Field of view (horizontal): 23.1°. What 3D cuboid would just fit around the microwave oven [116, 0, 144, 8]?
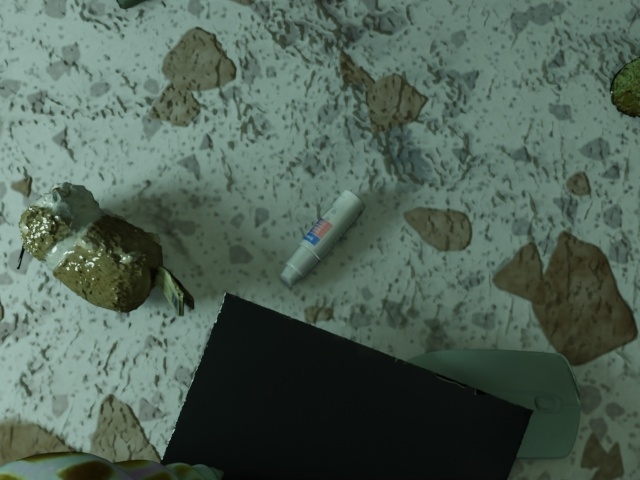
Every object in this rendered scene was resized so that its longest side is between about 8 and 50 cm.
[{"bbox_3d":[-0.128,-0.468,1.791,0.355,0.286,0.218,-26,79,-6],"label":"microwave oven"}]

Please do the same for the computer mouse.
[{"bbox_3d":[0.188,0.186,1.766,0.231,0.079,0.128,-2,81,-9],"label":"computer mouse"}]

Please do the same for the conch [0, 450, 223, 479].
[{"bbox_3d":[-0.269,0.340,1.635,0.368,0.197,0.249,-12,111,-6],"label":"conch"}]

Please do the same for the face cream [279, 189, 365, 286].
[{"bbox_3d":[0.000,0.000,1.814,0.034,0.034,0.130,38,78,5],"label":"face cream"}]

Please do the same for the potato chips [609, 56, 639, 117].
[{"bbox_3d":[0.452,-0.149,1.888,0.209,0.026,0.142,7,73,-5],"label":"potato chips"}]

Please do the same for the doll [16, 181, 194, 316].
[{"bbox_3d":[-0.235,0.019,1.754,0.221,0.105,0.115,26,114,3],"label":"doll"}]

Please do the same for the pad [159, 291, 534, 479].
[{"bbox_3d":[0.022,0.234,1.729,0.368,0.007,0.247,21,98,2],"label":"pad"}]
